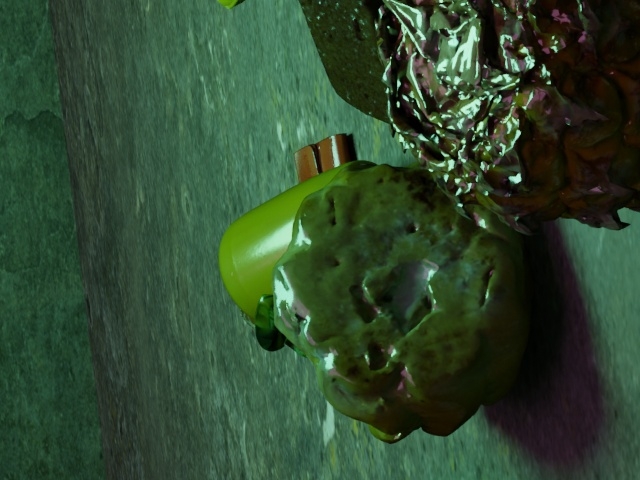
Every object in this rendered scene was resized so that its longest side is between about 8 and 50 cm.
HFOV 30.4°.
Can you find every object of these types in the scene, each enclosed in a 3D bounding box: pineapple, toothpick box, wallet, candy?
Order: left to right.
[{"bbox_3d":[0.000,0.000,1.629,0.271,0.175,0.175,-30,70,42],"label":"toothpick box"},{"bbox_3d":[0.016,-0.049,1.771,0.142,0.045,0.204,-18,81,62],"label":"wallet"},{"bbox_3d":[0.034,0.132,1.621,0.149,0.246,0.069,96,-167,-55],"label":"candy"},{"bbox_3d":[0.222,-0.177,1.014,0.352,0.300,0.352,16,108,57],"label":"pineapple"}]

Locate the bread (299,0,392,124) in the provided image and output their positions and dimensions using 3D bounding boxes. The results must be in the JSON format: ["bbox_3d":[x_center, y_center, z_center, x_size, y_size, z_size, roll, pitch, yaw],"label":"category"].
[{"bbox_3d":[0.043,-0.308,1.354,0.165,0.113,0.416,35,158,39],"label":"bread"}]

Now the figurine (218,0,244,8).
[{"bbox_3d":[-0.102,-0.498,1.666,0.340,0.231,0.323,8,104,58],"label":"figurine"}]

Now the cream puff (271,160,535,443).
[{"bbox_3d":[0.105,0.076,1.419,0.324,0.291,0.257,54,176,21],"label":"cream puff"}]

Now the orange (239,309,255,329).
[{"bbox_3d":[-0.061,0.087,1.907,0.170,0.112,0.160,51,137,8],"label":"orange"}]
